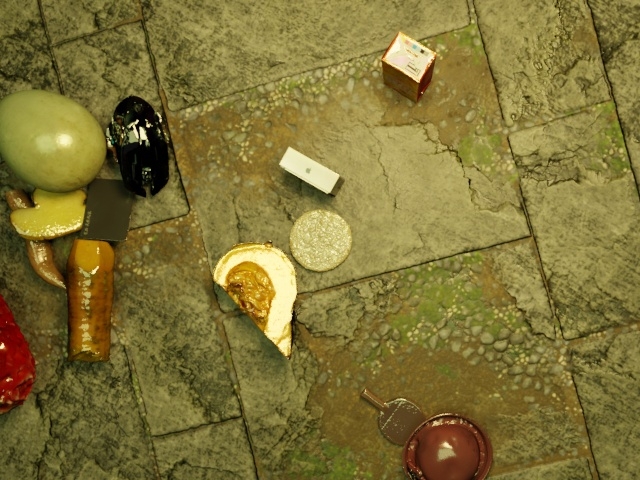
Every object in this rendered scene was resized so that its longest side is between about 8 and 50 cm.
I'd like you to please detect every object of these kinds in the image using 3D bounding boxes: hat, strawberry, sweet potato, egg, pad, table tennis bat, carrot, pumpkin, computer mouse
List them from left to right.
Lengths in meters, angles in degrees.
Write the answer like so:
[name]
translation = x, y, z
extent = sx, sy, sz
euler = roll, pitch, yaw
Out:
[strawberry]
translation = -0.836, 0.252, 1.637
extent = 0.318, 0.295, 0.345
euler = -31, 53, 23
[sweet potato]
translation = -0.688, 0.008, 1.694
extent = 0.067, 0.059, 0.281
euler = -21, 89, -11
[egg]
translation = -0.634, -0.239, 1.609
extent = 0.295, 0.218, 0.218
euler = 39, 95, 17
[carrot]
translation = -0.549, 0.148, 1.653
extent = 0.114, 0.114, 0.301
euler = 2, 91, 7
[pad]
translation = -0.509, -0.075, 1.667
extent = 0.112, 0.003, 0.157
euler = 4, 71, 0
[computer mouse]
translation = -0.420, -0.219, 1.623
extent = 0.147, 0.077, 0.241
euler = -12, 103, -19
[pumpkin]
translation = -0.110, 0.125, 1.611
extent = 0.163, 0.111, 0.278
euler = -42, 84, -10
[table tennis bat]
translation = 0.161, 0.402, 1.559
extent = 0.170, 0.119, 0.107
euler = 36, 94, 4
[hat]
translation = 0.285, 0.486, 1.549
extent = 0.206, 0.089, 0.205
euler = 0, 96, 2

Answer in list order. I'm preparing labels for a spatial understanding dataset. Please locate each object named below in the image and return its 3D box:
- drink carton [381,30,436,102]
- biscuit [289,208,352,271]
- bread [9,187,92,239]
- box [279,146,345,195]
[drink carton]
translation = 0.189, -0.367, 1.499
extent = 0.096, 0.223, 0.071
euler = 33, 93, 5
[biscuit]
translation = 0.000, 0.000, 1.627
extent = 0.152, 0.020, 0.152
euler = 0, 91, 9
[bread]
translation = -0.649, -0.069, 1.668
extent = 0.188, 0.065, 0.149
euler = -20, 79, -26
[box]
translation = -0.017, -0.153, 1.572
extent = 0.129, 0.130, 0.051
euler = 31, 93, 6
